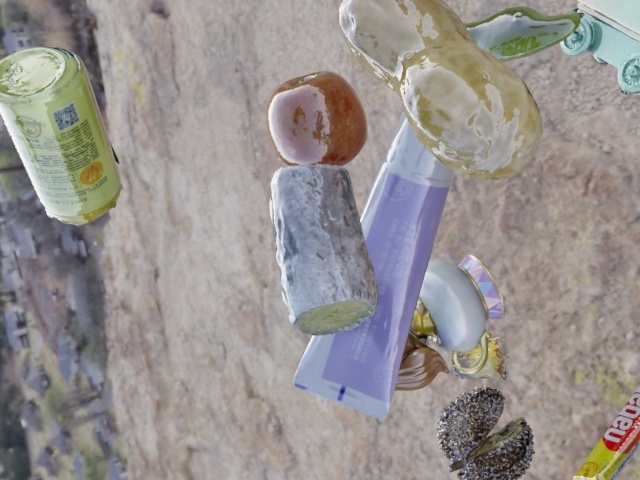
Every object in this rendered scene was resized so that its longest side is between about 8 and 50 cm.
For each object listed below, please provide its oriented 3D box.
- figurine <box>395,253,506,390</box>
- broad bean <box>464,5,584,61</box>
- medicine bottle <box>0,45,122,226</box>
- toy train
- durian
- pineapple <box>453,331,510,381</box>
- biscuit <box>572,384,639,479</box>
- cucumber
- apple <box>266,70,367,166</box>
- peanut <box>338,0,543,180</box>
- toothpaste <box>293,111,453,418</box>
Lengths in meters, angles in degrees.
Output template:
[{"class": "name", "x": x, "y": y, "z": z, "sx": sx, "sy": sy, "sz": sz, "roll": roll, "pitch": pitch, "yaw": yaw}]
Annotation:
[{"class": "figurine", "x": 0.115, "y": 0.123, "z": 1.020, "sx": 0.189, "sy": 0.263, "sz": 0.142, "roll": 57, "pitch": 169, "yaw": 29}, {"class": "broad bean", "x": 0.225, "y": -0.290, "z": 1.114, "sx": 0.325, "sy": 0.075, "sz": 0.067, "roll": -6, "pitch": 124, "yaw": 35}, {"class": "medicine bottle", "x": -0.338, "y": -0.128, "z": 0.990, "sx": 0.124, "sy": 0.124, "sz": 0.239, "roll": 47, "pitch": 157, "yaw": 33}, {"class": "toy train", "x": 0.518, "y": -0.344, "z": 1.225, "sx": 0.285, "sy": 0.116, "sz": 0.177, "roll": 57, "pitch": 134, "yaw": 48}, {"class": "durian", "x": 0.298, "y": 0.373, "z": 1.390, "sx": 0.196, "sy": 0.196, "sz": 0.167, "roll": 51, "pitch": 145, "yaw": 29}, {"class": "pineapple", "x": 0.330, "y": 0.248, "z": 1.573, "sx": 0.137, "sy": 0.116, "sz": 0.069, "roll": -129, "pitch": 17, "yaw": -71}, {"class": "biscuit", "x": 0.307, "y": 0.119, "z": 0.660, "sx": 0.026, "sy": 0.292, "sz": 0.048, "roll": 46, "pitch": 164, "yaw": -11}, {"class": "cucumber", "x": 0.000, "y": 0.002, "z": 0.494, "sx": 0.064, "sy": 0.064, "sz": 0.112, "roll": -41, "pitch": 53, "yaw": 52}, {"class": "apple", "x": -0.008, "y": -0.211, "z": 1.340, "sx": 0.181, "sy": 0.181, "sz": 0.168, "roll": 12, "pitch": 130, "yaw": 52}, {"class": "peanut", "x": 0.080, "y": -0.122, "z": 0.546, "sx": 0.193, "sy": 0.089, "sz": 0.089, "roll": 52, "pitch": 139, "yaw": 21}, {"class": "toothpaste", "x": 0.071, "y": 0.038, "z": 0.883, "sx": 0.125, "sy": 0.080, "sz": 0.371, "roll": 18, "pitch": 107, "yaw": 5}]
